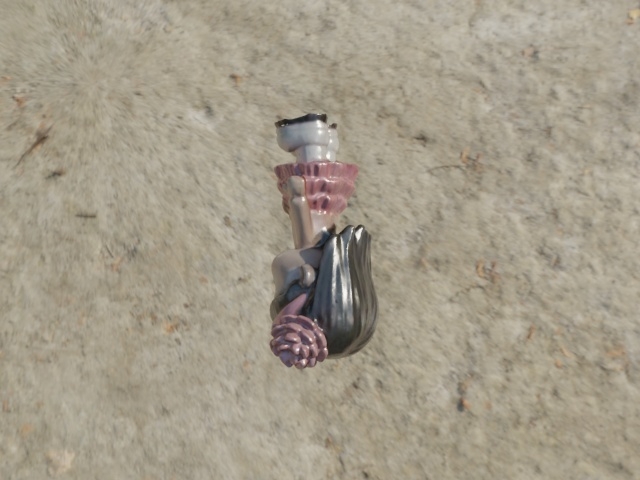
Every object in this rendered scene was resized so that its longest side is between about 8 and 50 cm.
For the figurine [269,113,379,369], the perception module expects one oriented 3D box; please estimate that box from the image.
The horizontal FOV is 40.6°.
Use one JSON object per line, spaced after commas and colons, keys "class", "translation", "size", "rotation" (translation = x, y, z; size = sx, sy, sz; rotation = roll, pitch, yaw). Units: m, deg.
{"class": "figurine", "translation": [0.000, 0.000, 0.441], "size": [0.054, 0.072, 0.129], "rotation": [-3, 83, 15]}
